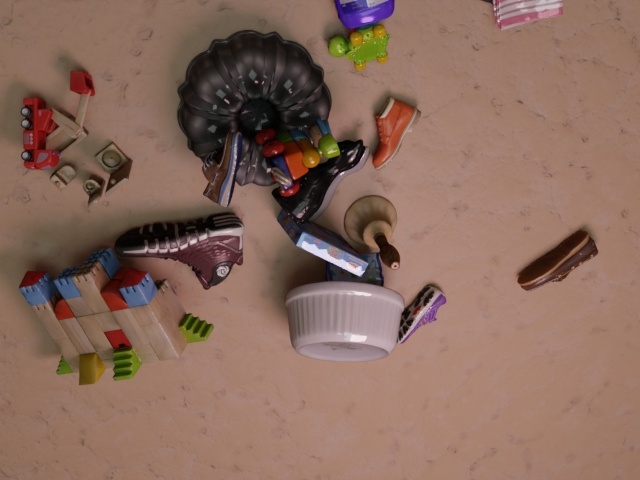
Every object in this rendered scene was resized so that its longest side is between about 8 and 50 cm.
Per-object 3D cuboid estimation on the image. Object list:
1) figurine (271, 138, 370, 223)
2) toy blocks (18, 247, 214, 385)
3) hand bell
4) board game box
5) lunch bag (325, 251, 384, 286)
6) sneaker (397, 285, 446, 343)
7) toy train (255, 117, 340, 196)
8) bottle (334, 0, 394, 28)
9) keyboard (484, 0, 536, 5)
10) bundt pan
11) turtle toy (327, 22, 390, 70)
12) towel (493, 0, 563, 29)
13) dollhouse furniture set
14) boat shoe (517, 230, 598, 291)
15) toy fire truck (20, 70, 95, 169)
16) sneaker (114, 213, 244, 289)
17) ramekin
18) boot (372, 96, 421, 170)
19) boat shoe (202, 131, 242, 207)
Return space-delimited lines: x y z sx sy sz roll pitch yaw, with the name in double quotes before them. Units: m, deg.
"figurine" 0.019 -0.134 1.619 0.209 0.215 0.092 -41 87 9
"toy blocks" -0.458 0.140 1.647 0.381 0.191 0.261 -11 118 23
"hand bell" 0.136 0.004 1.668 0.126 0.242 0.126 -4 115 -9
"board game box" 0.000 0.000 1.658 0.160 0.211 0.039 26 97 -19
"lunch bag" 0.078 0.098 1.781 0.128 0.096 0.151 -5 145 -1
"sneaker" 0.244 0.193 1.873 0.071 0.068 0.170 35 104 -28
"toy train" -0.027 -0.153 1.431 0.143 0.248 0.105 -24 116 -3
"bottle" 0.058 -0.559 1.476 0.118 0.092 0.283 -17 116 3
"keyboard" 0.349 -0.588 1.548 0.317 0.033 0.202 12 112 -16
"bundt pan" -0.130 -0.254 1.570 0.330 0.124 0.331 -3 115 -7
"turtle toy" 0.079 -0.401 1.565 0.130 0.066 0.095 -17 146 -2
"towel" 0.418 -0.536 1.554 0.144 0.029 0.197 -14 122 0
"dollhouse furniture set" -0.489 -0.154 1.553 0.144 0.123 0.151 -36 115 8
"boat shoe" 0.580 0.065 1.866 0.207 0.073 0.073 -35 113 7
"toy fire truck" -0.520 -0.236 1.523 0.135 0.047 0.192 0 91 6
"sneaker" -0.299 0.045 1.691 0.281 0.106 0.163 -9 119 -6
"ramekin" 0.052 0.190 1.721 0.272 0.273 0.127 8 69 -13
"boot" 0.142 -0.232 1.666 0.084 0.059 0.158 27 99 -17
"boat shoe" -0.197 -0.140 1.508 0.066 0.066 0.183 16 132 -3
